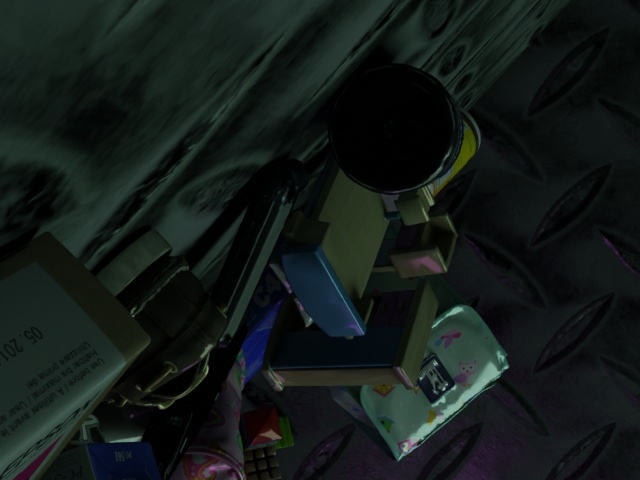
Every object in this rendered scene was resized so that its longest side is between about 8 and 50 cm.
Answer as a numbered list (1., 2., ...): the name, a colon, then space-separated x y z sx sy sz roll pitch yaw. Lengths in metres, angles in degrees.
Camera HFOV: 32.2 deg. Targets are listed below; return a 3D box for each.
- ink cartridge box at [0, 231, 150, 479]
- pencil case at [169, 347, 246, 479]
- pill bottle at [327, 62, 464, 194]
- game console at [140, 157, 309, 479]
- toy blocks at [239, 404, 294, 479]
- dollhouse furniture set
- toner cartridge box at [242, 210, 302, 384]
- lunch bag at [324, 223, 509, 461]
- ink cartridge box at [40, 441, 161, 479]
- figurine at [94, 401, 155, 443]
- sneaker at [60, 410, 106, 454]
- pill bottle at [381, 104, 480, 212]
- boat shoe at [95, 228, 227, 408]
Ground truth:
1. ink cartridge box: -0.214 0.122 0.533 0.193 0.088 0.235 -47 176 33
2. pencil case: -0.145 0.218 1.362 0.124 0.124 0.284 -48 -161 18
3. pill bottle: 0.082 -0.110 1.115 0.123 0.123 0.219 -47 177 10
4. game console: -0.096 0.078 1.116 0.361 0.044 0.213 -65 178 20
5. toy blocks: -0.207 0.327 1.604 0.381 0.190 0.261 -11 167 -12
6. dollhouse furniture set: 0.000 0.000 1.346 0.198 0.303 0.286 -5 -135 29
7. toner cartridge box: -0.087 0.103 1.593 0.348 0.075 0.165 -48 162 19
8. lunch bag: 0.103 0.149 1.551 0.223 0.262 0.160 -38 164 -15
9. ink cartridge box: -0.221 0.195 0.765 0.207 0.046 0.097 -23 165 12
10. figurine: -0.281 0.248 1.178 0.215 0.092 0.209 -49 171 25
11. sneaker: -0.218 0.143 0.830 0.084 0.083 0.215 -16 158 2
12. pill bottle: 0.165 -0.131 1.836 0.215 0.117 0.117 -44 175 -32
13. boat shoe: -0.143 0.091 0.913 0.116 0.097 0.324 -45 176 -23
